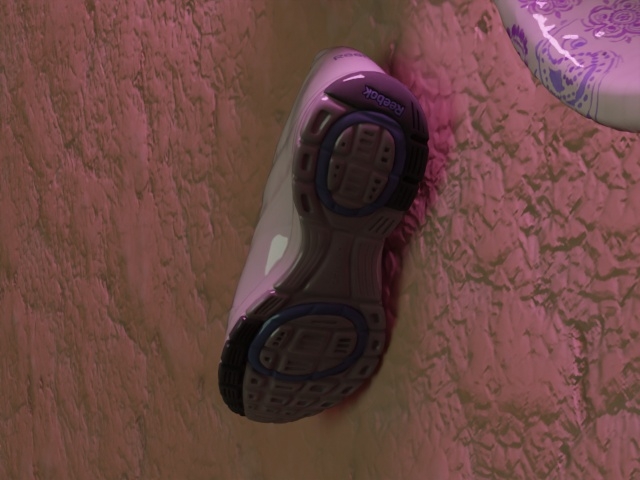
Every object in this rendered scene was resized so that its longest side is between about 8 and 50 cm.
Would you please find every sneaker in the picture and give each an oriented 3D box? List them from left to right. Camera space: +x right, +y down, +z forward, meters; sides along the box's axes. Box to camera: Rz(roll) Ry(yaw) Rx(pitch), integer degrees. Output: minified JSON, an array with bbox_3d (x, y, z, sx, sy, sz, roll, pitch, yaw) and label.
[{"bbox_3d":[0.000,0.000,1.083,0.129,0.111,0.297,-104,31,-60],"label":"sneaker"}]

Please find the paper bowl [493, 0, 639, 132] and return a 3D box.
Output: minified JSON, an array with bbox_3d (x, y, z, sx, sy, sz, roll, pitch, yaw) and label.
[{"bbox_3d":[0.194,-0.182,0.631,0.284,0.148,0.284,-7,83,63],"label":"paper bowl"}]
